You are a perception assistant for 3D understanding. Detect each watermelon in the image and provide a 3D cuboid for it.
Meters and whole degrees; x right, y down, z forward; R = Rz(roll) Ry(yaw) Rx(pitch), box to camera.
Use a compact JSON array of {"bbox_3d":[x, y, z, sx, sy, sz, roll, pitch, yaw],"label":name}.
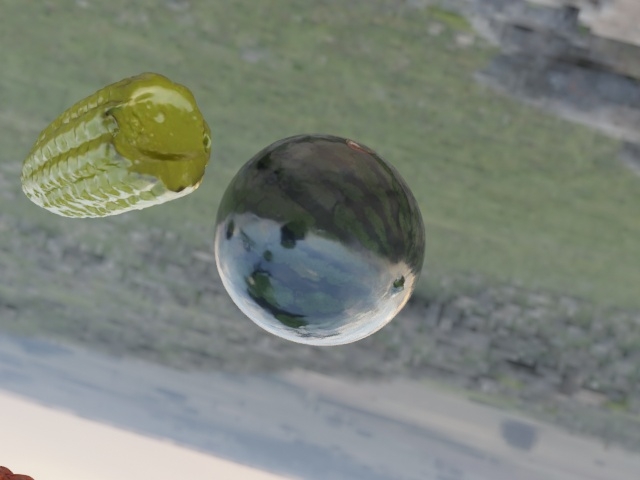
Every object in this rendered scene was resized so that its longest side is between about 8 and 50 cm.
[{"bbox_3d":[0.000,0.000,1.650,0.212,0.212,0.212,16,171,2],"label":"watermelon"}]

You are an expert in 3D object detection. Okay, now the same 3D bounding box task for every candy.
[{"bbox_3d":[-0.172,-0.065,1.318,0.106,0.094,0.199,19,160,-34],"label":"candy"}]

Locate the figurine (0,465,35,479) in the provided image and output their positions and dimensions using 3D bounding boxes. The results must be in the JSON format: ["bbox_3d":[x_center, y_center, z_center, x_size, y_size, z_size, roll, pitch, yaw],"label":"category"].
[{"bbox_3d":[-0.433,0.291,1.610,0.306,0.241,0.412,-4,158,33],"label":"figurine"}]
